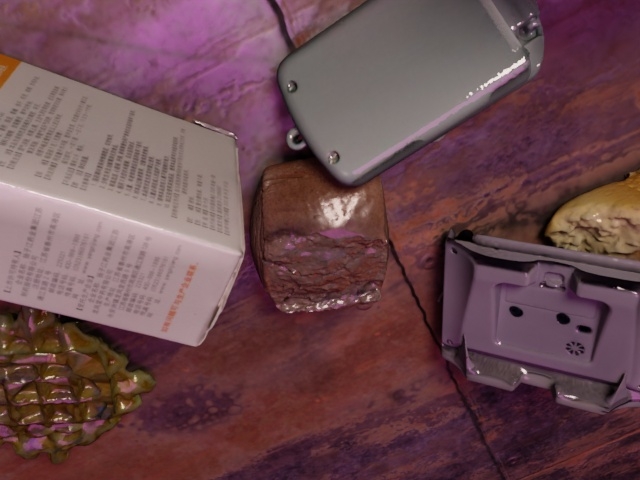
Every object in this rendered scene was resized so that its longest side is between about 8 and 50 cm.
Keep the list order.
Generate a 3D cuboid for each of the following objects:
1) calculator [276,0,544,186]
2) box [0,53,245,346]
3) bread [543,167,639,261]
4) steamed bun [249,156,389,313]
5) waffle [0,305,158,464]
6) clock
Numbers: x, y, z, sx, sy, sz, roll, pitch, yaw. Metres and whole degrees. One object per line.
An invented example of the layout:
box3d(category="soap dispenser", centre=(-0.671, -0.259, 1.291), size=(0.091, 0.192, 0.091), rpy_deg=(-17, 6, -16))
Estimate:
box3d(category="calculator", centre=(0.073, -0.152, 0.535), size=(0.246, 0.045, 0.141), rpy_deg=(-32, 82, 9))
box3d(category="box", centre=(-0.220, -0.048, 0.495), size=(0.299, 0.200, 0.106), rpy_deg=(17, 120, -20))
box3d(category="bread", centre=(0.421, -0.016, 0.710), size=(0.211, 0.224, 0.184), rpy_deg=(-45, 123, -31))
box3d(category="steamed bun", centre=(0.000, 0.000, 0.624), size=(0.145, 0.106, 0.175), rpy_deg=(-10, 126, -4))
box3d(category="waffle", centre=(-0.334, 0.177, 0.710), size=(0.204, 0.054, 0.223), rpy_deg=(-34, 123, 12))
box3d(category="clock", centre=(0.253, 0.089, 0.683), size=(0.253, 0.083, 0.186), rpy_deg=(10, 127, 23))
